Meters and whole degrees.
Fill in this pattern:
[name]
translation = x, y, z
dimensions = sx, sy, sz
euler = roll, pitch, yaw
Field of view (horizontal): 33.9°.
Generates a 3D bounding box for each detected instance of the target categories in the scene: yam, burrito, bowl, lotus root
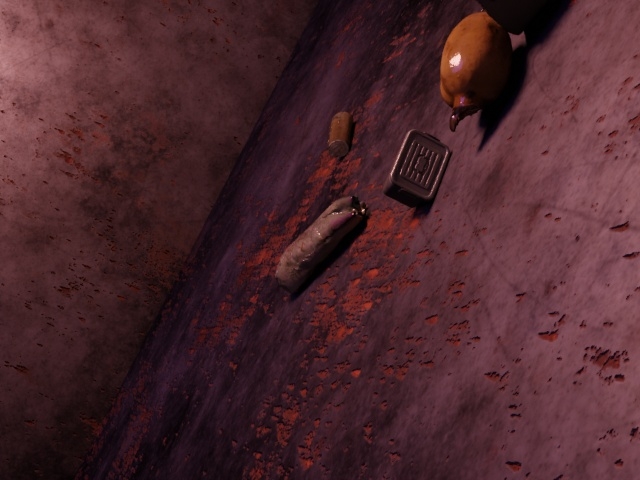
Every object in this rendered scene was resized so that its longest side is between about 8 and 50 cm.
[yam]
translation = 0.046, -0.247, 2.421
dimensions = 0.054, 0.054, 0.132
euler = -49, 19, 36
[burrito]
translation = -0.002, 0.002, 2.106
dimensions = 0.309, 0.066, 0.096
euler = -46, 26, 44
[bowl]
translation = 0.306, -0.452, 1.706
dimensions = 0.112, 0.211, 0.211
euler = -35, 27, 32
[lotus root]
translation = 0.249, -0.274, 1.701
dimensions = 0.118, 0.125, 0.220
euler = -1, 57, 24

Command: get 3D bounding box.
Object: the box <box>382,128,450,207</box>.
[box]
translation = 0.158, -0.118, 1.781
dimensions = 0.122, 0.084, 0.069
euler = -66, 9, -23

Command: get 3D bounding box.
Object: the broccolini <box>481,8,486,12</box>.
[broccolini]
translation = 0.280, -0.332, 1.849
dimensions = 0.044, 0.042, 0.218
euler = -27, 39, 65
